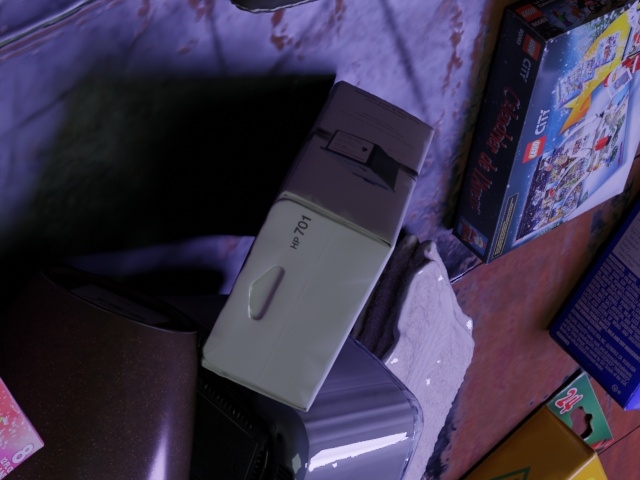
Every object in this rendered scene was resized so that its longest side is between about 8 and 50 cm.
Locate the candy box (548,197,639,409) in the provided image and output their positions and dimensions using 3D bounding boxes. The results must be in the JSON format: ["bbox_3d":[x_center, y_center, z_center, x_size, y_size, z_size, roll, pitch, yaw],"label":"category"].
[{"bbox_3d":[0.396,-0.003,1.827,0.268,0.122,0.317,1,128,-51],"label":"candy box"}]

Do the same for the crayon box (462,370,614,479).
[{"bbox_3d":[0.189,0.293,1.973,0.318,0.081,0.202,-43,150,-5],"label":"crayon box"}]

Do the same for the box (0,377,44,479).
[{"bbox_3d":[-0.276,0.044,1.019,0.154,0.142,0.300,-38,150,-14],"label":"box"}]

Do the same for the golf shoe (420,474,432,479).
[{"bbox_3d":[0.065,0.256,1.810,0.086,0.069,0.176,-30,150,15],"label":"golf shoe"}]

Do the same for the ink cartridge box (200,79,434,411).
[{"bbox_3d":[0.000,0.000,1.284,0.190,0.082,0.139,-70,-173,-62],"label":"ink cartridge box"}]

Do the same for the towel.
[{"bbox_3d":[0.046,0.151,1.539,0.282,0.049,0.187,-66,154,-20],"label":"towel"}]

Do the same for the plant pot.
[{"bbox_3d":[-0.168,0.141,1.242,0.215,0.215,0.230,12,103,-56],"label":"plant pot"}]

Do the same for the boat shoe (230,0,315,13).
[{"bbox_3d":[0.033,-0.186,1.185,0.228,0.081,0.068,-32,144,-27],"label":"boat shoe"}]

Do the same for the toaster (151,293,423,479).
[{"bbox_3d":[-0.034,0.123,1.336,0.146,0.227,0.129,-8,124,-46],"label":"toaster"}]

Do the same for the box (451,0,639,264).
[{"bbox_3d":[0.192,-0.103,1.523,0.159,0.044,0.233,-26,145,-31],"label":"box"}]
